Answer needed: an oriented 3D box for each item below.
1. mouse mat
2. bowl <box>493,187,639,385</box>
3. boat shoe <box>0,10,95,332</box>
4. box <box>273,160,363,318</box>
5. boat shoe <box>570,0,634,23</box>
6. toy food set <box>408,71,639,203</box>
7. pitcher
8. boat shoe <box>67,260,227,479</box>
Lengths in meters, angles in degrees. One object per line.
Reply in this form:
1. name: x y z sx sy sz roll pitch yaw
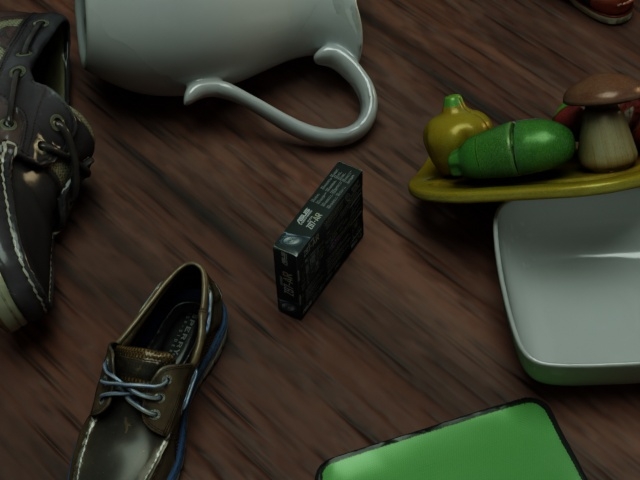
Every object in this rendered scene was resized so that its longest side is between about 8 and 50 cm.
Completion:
1. mouse mat: 0.095 0.181 0.820 0.153 0.007 0.189 -15 50 -10
2. bowl: 0.182 0.034 0.909 0.142 0.053 0.142 -5 50 0
3. boat shoe: -0.198 -0.064 0.974 0.092 0.103 0.285 -15 45 -1
4. box: 0.000 0.000 0.935 0.018 0.067 0.083 23 56 20
5. boat shoe: 0.186 -0.215 1.122 0.137 0.043 0.049 35 62 29
6. toy food set: 0.159 -0.073 0.934 0.218 0.071 0.128 -3 14 22
7. pitcher: -0.065 -0.145 1.036 0.207 0.125 0.177 -4 66 -14
8. boat shoe: -0.108 0.089 0.865 0.066 0.066 0.183 10 51 10
